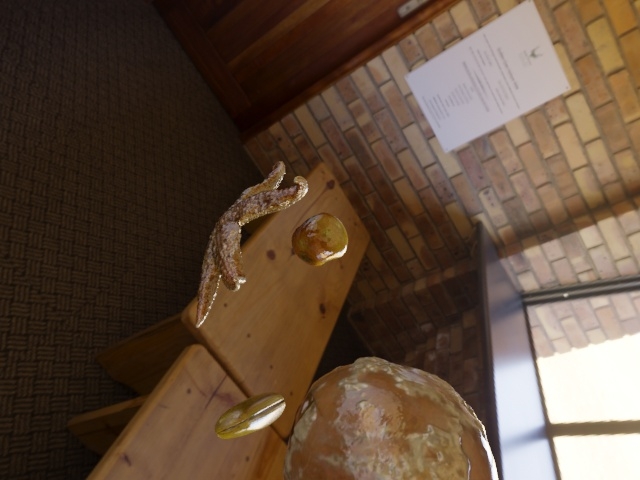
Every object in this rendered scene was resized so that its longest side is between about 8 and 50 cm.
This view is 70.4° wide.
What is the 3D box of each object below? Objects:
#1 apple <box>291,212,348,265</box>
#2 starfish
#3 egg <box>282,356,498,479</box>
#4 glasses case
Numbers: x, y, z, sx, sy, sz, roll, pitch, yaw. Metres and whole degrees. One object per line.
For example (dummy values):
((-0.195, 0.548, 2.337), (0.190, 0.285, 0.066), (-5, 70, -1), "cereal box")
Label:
((0.000, 0.000, 0.935), (0.102, 0.114, 0.099), (57, -15, 2), "apple")
((-0.150, -0.010, 0.837), (0.094, 0.327, 0.375), (32, 66, -14), "starfish")
((0.060, 0.210, 0.428), (0.195, 0.233, 0.195), (2, 80, -15), "egg")
((-0.134, 0.352, 0.923), (0.064, 0.079, 0.234), (66, 8, 15), "glasses case")
